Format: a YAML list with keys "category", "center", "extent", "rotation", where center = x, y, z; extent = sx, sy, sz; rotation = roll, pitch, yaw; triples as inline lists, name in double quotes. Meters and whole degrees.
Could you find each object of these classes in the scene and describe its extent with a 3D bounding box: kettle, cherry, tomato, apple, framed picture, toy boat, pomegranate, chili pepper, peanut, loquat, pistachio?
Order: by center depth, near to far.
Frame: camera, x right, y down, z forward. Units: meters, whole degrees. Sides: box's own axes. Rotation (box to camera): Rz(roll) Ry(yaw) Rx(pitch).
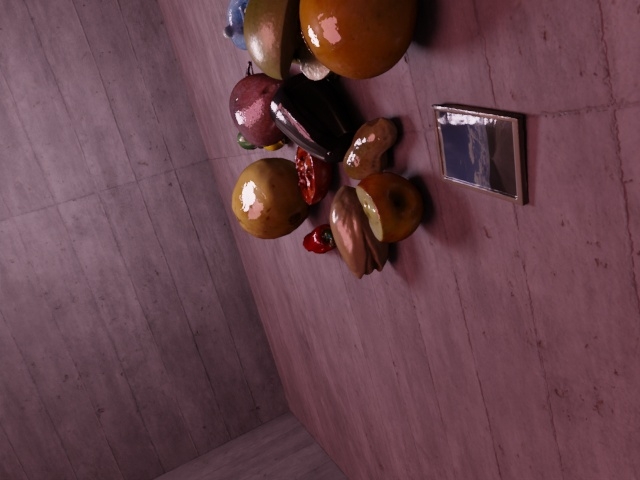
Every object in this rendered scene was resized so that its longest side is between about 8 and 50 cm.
- category: "framed picture"
  center: [0.335, -0.190, 1.103]
  extent: [0.260, 0.023, 0.189]
  rotation: [34, 143, 57]
- category: "loquat"
  center: [0.079, -0.479, 1.119]
  extent: [0.263, 0.263, 0.263]
  rotation: [52, 153, 39]
- category: "apple"
  center: [-0.059, -0.562, 1.361]
  extent: [0.292, 0.292, 0.254]
  rotation: [49, 142, 44]
- category: "apple"
  center: [0.182, -0.091, 1.376]
  extent: [0.173, 0.160, 0.195]
  rotation: [-27, 83, 66]
- category: "peanut"
  center: [0.141, -0.249, 1.418]
  extent: [0.236, 0.110, 0.120]
  rotation: [128, 130, -57]
- category: "kettle"
  center: [0.003, -0.352, 1.534]
  extent: [0.271, 0.207, 0.250]
  rotation: [52, 167, 18]
- category: "pistachio"
  center: [0.119, -0.030, 1.602]
  extent: [0.181, 0.162, 0.293]
  rotation: [-127, 16, -80]
- category: "tomato"
  center: [-0.016, -0.247, 1.826]
  extent: [0.228, 0.101, 0.227]
  rotation: [168, 90, -72]
- category: "cherry"
  center: [-0.207, -0.488, 1.897]
  extent: [0.307, 0.221, 0.261]
  rotation: [-34, 80, 51]
- category: "toy boat"
  center: [-0.278, -0.815, 1.900]
  extent: [0.330, 0.123, 0.215]
  rotation: [8, 118, 66]
- category: "chili pepper"
  center: [0.000, 0.000, 2.012]
  extent: [0.110, 0.110, 0.387]
  rotation: [69, 163, 1]
- category: "pomegranate"
  center: [-0.193, -0.171, 2.041]
  extent: [0.332, 0.333, 0.332]
  rotation: [52, 153, 39]

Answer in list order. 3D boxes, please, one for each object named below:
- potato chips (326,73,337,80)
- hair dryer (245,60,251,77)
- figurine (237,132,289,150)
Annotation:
- category: "potato chips"
  center: [0.001, -0.561, 1.580]
  extent: [0.209, 0.026, 0.142]
  rotation: [61, 156, 20]
- category: "hair dryer"
  center: [-0.287, -0.644, 2.192]
  extent: [0.195, 0.075, 0.219]
  rotation: [25, 126, 49]
- category: "figurine"
  center: [-0.206, -0.423, 2.121]
  extent: [0.234, 0.185, 0.127]
  rotation: [-6, 94, 30]
